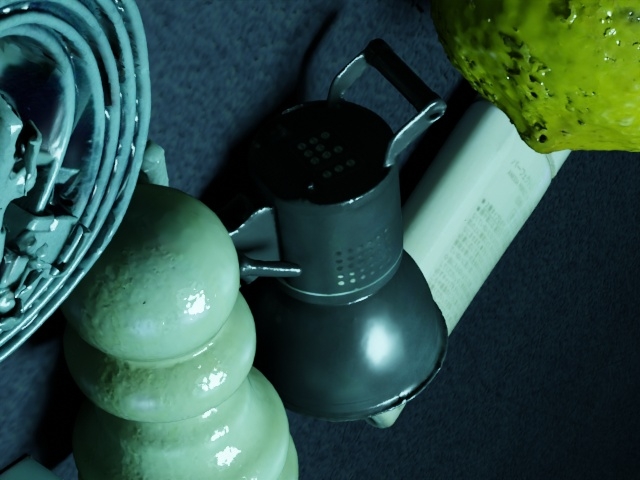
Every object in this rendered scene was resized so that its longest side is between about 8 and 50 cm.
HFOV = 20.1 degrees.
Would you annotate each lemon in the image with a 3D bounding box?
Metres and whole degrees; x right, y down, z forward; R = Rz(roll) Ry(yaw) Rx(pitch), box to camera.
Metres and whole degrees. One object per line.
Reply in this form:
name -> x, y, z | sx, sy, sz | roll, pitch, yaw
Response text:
lemon -> 0.210, -0.202, 1.214 | 0.310, 0.258, 0.258 | -54, 158, -5

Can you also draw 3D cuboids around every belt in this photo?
belt -> -0.167, -0.045, 0.780 | 0.206, 0.116, 0.267 | -40, 154, -32

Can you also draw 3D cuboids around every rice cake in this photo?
rice cake -> -0.102, -0.018, 1.092 | 0.022, 0.022, 0.121 | -53, 160, -28

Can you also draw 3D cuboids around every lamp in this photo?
lamp -> 0.000, 0.000, 1.214 | 0.172, 0.147, 0.227 | -26, 139, -15

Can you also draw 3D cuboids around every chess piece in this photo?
chess piece -> -0.092, 0.070, 1.085 | 0.144, 0.144, 0.251 | -46, 150, -31

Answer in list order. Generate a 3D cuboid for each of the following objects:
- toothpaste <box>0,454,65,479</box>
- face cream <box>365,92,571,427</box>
toothpaste -> -0.215, 0.287, 1.179 | 0.089, 0.071, 0.312 | -36, 148, -50
face cream -> 0.113, -0.014, 1.484 | 0.348, 0.081, 0.173 | -56, 159, -7
